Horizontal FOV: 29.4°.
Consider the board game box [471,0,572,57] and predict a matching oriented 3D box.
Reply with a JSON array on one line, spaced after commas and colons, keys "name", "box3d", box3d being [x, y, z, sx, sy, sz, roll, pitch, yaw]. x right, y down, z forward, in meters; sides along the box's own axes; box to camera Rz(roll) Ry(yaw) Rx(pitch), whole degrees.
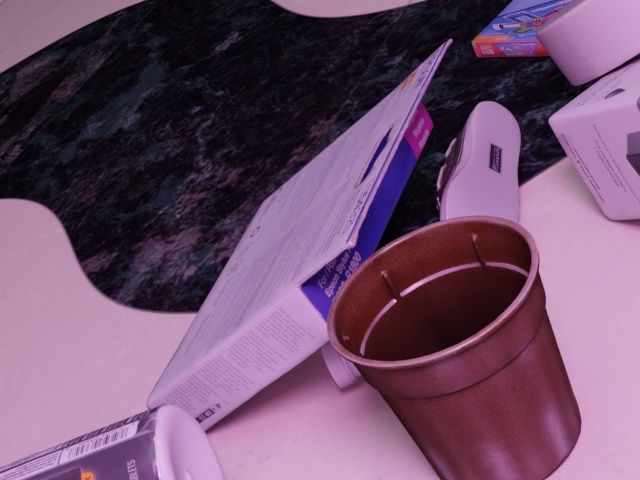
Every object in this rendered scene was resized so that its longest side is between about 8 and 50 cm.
[{"name": "board game box", "box3d": [0.330, -0.270, 1.465, 0.281, 0.027, 0.145, 9, 45, 48]}]

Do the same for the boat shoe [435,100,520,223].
[{"name": "boat shoe", "box3d": [0.155, -0.048, 1.232, 0.070, 0.077, 0.219, -50, 13, 43]}]

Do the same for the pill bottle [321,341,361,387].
[{"name": "pill bottle", "box3d": [0.062, 0.087, 1.094, 0.116, 0.065, 0.065, -25, 29, 8]}]

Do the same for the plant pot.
[{"name": "plant pot", "box3d": [0.115, 0.096, 0.931, 0.167, 0.165, 0.167, -22, 29, 13]}]

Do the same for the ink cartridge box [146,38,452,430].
[{"name": "ink cartridge box", "box3d": [0.000, 0.000, 1.159, 0.330, 0.071, 0.324, -37, 17, 42]}]

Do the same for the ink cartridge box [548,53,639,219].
[{"name": "ink cartridge box", "box3d": [0.360, -0.124, 1.020, 0.211, 0.121, 0.289, -36, 9, -14]}]

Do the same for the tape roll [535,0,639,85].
[{"name": "tape roll", "box3d": [0.384, -0.294, 1.188, 0.392, 0.072, 0.392, -38, 4, 3]}]

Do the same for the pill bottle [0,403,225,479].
[{"name": "pill bottle", "box3d": [-0.210, 0.237, 1.029, 0.245, 0.130, 0.130, -22, 30, 13]}]
